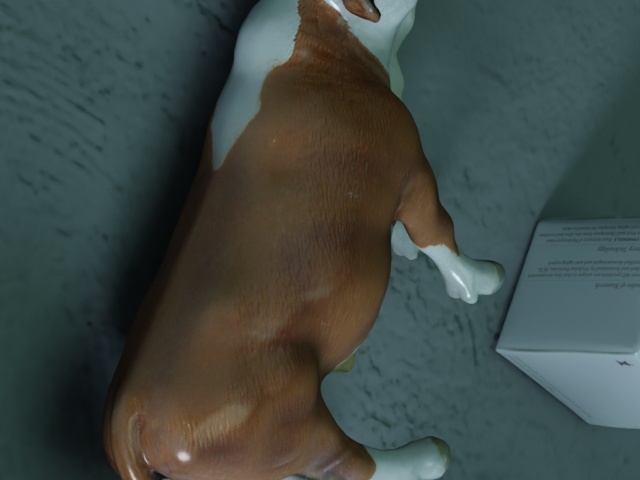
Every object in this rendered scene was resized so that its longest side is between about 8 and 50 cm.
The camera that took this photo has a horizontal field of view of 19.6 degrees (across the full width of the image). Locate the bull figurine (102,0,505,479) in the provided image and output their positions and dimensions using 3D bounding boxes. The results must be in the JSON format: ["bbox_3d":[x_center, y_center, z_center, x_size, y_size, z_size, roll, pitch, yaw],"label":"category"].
[{"bbox_3d":[0.000,0.000,0.860,0.188,0.101,0.310,43,62,-37],"label":"bull figurine"}]

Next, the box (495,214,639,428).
[{"bbox_3d":[0.174,0.047,1.024,0.101,0.102,0.087,38,63,-37],"label":"box"}]
